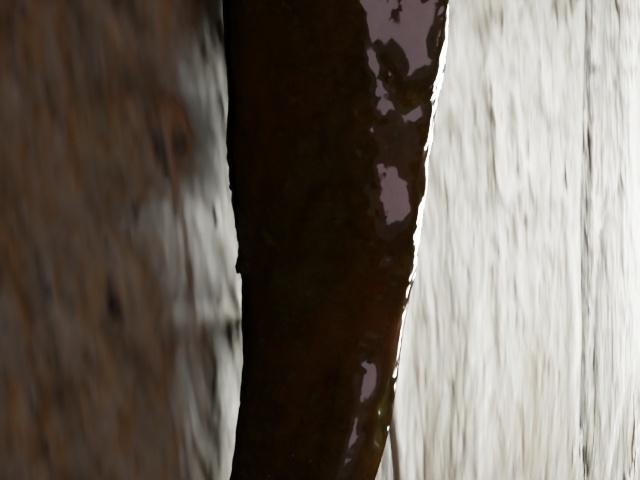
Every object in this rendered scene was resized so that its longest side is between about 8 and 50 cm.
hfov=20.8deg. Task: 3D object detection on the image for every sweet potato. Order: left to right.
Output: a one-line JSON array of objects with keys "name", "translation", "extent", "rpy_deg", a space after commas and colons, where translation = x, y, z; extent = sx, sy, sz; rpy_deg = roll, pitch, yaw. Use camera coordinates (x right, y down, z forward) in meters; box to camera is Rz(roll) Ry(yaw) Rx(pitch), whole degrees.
[{"name": "sweet potato", "translation": [0.000, 0.000, 0.587], "extent": [0.075, 0.075, 0.273], "rpy_deg": [-27, 124, -65]}]
